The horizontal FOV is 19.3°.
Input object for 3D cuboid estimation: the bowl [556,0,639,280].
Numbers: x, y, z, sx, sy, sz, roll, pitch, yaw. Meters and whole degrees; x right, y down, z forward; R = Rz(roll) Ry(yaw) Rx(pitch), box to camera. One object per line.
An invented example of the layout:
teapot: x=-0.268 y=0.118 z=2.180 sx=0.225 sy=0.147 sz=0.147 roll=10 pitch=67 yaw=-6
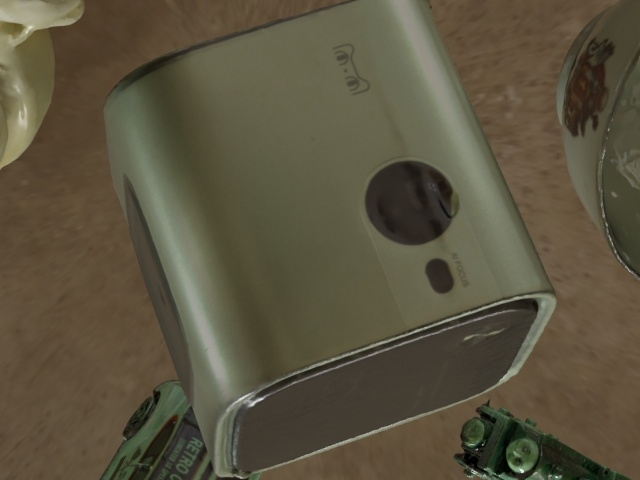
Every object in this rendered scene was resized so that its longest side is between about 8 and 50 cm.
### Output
bowl: x=0.332 y=-0.136 z=1.809 sx=0.337 sy=0.157 sz=0.337 roll=-21 pitch=124 yaw=-33

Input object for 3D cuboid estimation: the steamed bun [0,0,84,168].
steamed bun: x=-0.279 y=-0.168 z=1.209 sx=0.276 sy=0.203 sz=0.289 roll=-25 pitch=128 yaw=31

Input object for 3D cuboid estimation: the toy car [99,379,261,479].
toy car: x=-0.152 y=0.270 z=1.828 sx=0.136 sy=0.125 sz=0.306 roll=37 pitch=57 yaw=-12

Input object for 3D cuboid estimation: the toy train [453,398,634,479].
toy train: x=0.194 y=0.199 z=1.664 sx=0.170 sy=0.111 sz=0.071 roll=31 pitch=82 yaw=-46

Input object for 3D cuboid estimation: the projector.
projector: x=0.000 y=0.000 z=1.352 sx=0.248 sy=0.248 sz=0.249 roll=-18 pitch=71 yaw=-10
